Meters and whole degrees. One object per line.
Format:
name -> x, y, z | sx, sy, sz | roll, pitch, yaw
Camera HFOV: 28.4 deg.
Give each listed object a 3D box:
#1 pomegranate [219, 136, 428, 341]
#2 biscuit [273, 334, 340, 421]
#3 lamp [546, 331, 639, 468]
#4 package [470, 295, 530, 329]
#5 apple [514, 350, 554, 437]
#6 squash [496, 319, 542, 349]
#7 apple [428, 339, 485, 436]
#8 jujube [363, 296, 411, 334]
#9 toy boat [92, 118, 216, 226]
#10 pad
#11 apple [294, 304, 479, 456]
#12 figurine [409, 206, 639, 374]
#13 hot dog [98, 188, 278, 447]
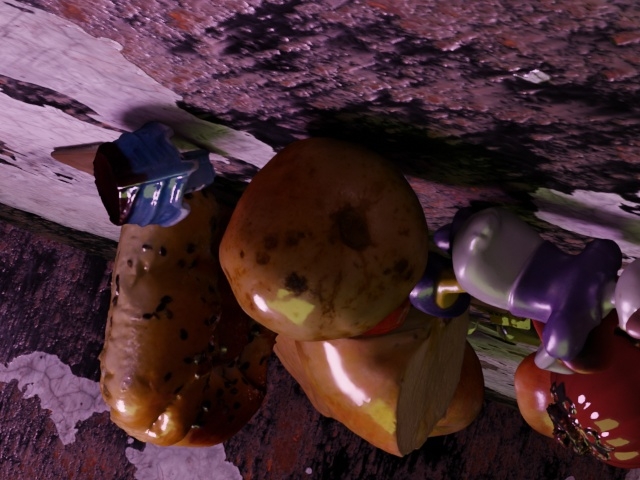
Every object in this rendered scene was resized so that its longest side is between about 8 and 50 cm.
pomegranate -> 0.000, 0.000, 1.314 | 0.215, 0.215, 0.215 | 18, 171, 3
biscuit -> 0.041, 0.215, 2.382 | 0.385, 0.062, 0.365 | -14, 109, 52
lamp -> 0.447, 0.247, 1.944 | 0.227, 0.227, 0.227 | 18, 171, 3
package -> 0.273, 0.096, 1.906 | 0.071, 0.047, 0.131 | 11, 170, 29
apple -> 0.440, 0.277, 2.314 | 0.199, 0.199, 0.199 | 18, 171, 3
squash -> 0.375, 0.164, 2.123 | 0.183, 0.052, 0.052 | 19, 172, -19
apple -> 0.184, 0.271, 2.577 | 0.309, 0.250, 0.277 | -9, 159, 31
jujube -> 0.007, 0.043, 1.722 | 0.250, 0.174, 0.174 | 21, 172, 7
toy boat -> -0.195, -0.082, 1.546 | 0.142, 0.129, 0.309 | -15, -176, -16
pad -> -0.253, -0.086, 1.942 | 0.284, 0.018, 0.286 | 22, 170, -28
apple -> 0.094, 0.163, 1.901 | 0.252, 0.309, 0.314 | -35, 90, 37
figurine -> 0.248, 0.036, 1.272 | 0.421, 0.154, 0.193 | 16, 155, 44
hot dog -> -0.186, 0.123, 1.855 | 0.196, 0.365, 0.367 | 11, 170, 31
